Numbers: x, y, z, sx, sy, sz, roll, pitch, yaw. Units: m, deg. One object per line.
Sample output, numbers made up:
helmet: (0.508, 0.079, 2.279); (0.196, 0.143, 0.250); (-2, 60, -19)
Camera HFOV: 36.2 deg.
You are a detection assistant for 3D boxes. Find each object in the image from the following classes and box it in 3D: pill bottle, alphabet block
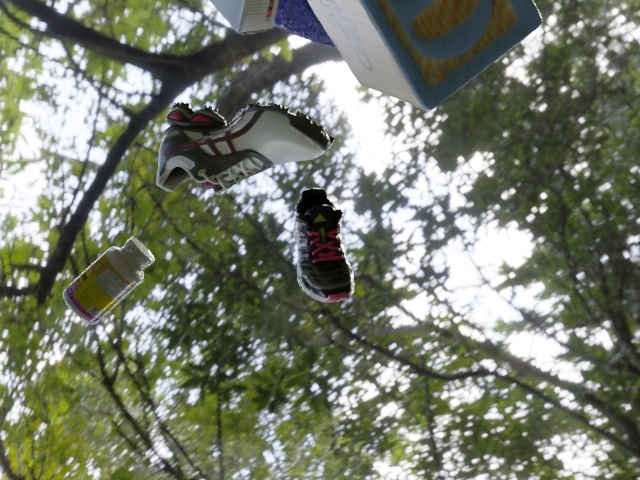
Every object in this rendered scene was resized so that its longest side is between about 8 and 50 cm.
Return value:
pill bottle: (-0.193, 0.035, 0.898); (0.083, 0.043, 0.043); (-42, -92, 4)
alphabet block: (0.114, -0.300, 1.201); (0.192, 0.197, 0.193); (-37, -62, -7)

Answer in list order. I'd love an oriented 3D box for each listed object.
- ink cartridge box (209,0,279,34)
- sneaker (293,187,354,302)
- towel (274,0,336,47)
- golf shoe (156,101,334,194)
ink cartridge box: (-0.137, -0.507, 1.327); (0.071, 0.330, 0.324); (-15, -128, -33)
sneaker: (0.000, 0.000, 1.131); (0.063, 0.074, 0.170); (-6, -141, -7)
towel: (-0.024, -0.414, 1.429); (0.308, 0.227, 0.076); (26, -149, 37)
golf shoe: (-0.103, -0.113, 1.298); (0.105, 0.273, 0.120); (38, -116, -47)
